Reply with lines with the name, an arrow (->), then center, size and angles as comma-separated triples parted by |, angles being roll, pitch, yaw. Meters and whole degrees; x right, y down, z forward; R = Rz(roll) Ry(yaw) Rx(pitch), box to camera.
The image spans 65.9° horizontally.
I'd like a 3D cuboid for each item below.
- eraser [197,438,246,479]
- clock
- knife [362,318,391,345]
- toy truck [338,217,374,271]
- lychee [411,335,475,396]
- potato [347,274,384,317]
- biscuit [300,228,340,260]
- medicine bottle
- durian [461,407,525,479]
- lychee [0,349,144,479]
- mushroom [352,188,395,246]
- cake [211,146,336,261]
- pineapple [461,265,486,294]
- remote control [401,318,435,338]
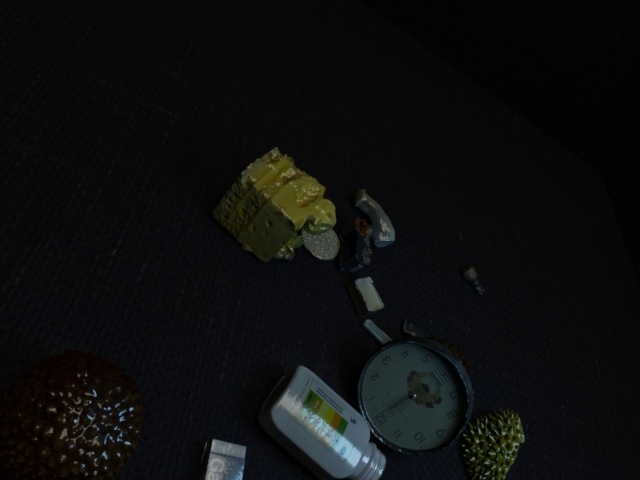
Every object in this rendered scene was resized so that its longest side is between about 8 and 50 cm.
eraser -> -0.221, 0.546, 1.057 | 0.091, 0.046, 0.213 | 23, 50, -23
clock -> 0.248, 0.416, 1.326 | 0.313, 0.312, 0.061 | 61, 16, 12
knife -> 0.196, 0.307, 1.551 | 0.162, 0.023, 0.044 | 45, 47, -4
toy truck -> 0.115, 0.017, 1.629 | 0.092, 0.083, 0.192 | 37, 44, -30
lychee -> 0.320, 0.395, 1.452 | 0.271, 0.236, 0.236 | 27, 44, 10
potato -> 0.143, 0.179, 1.571 | 0.086, 0.061, 0.122 | -9, 66, -40
biscuit -> 0.000, 0.000, 1.609 | 0.151, 0.020, 0.152 | 18, 53, -26
medicine bottle -> 0.012, 0.478, 1.230 | 0.324, 0.124, 0.179 | 45, 44, -6
durian -> 0.545, 0.623, 1.525 | 0.167, 0.172, 0.306 | 64, 33, -19
lychee -> -0.446, 0.326, 0.891 | 0.267, 0.267, 0.268 | 19, 52, -26
mushroom -> 0.191, -0.085, 1.769 | 0.224, 0.092, 0.081 | 64, 3, 10
cake -> -0.119, -0.085, 1.429 | 0.286, 0.227, 0.222 | 44, 44, -5
pineapple -> 0.605, 0.162, 1.950 | 0.058, 0.058, 0.124 | -41, 104, -45
remote control -> 0.358, 0.333, 1.653 | 0.212, 0.028, 0.059 | 32, 48, -16
